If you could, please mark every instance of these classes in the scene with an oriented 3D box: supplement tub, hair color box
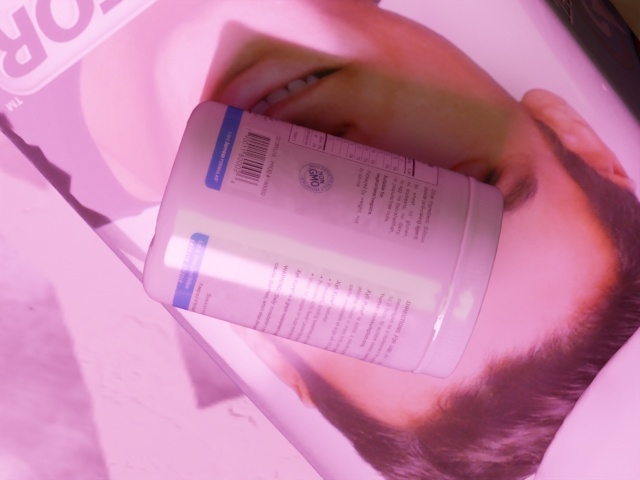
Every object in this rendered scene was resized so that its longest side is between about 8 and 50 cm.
[{"bbox_3d":[0.000,0.000,0.557,0.107,0.071,0.071,17,118,-4],"label":"supplement tub"},{"bbox_3d":[-0.010,-0.078,0.620,0.185,0.114,0.374,-34,111,20],"label":"hair color box"}]

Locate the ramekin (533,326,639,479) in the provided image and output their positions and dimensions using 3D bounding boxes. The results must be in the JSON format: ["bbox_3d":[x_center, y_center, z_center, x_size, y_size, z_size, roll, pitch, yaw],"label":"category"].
[{"bbox_3d":[0.223,0.074,0.581,0.277,0.135,0.277,-26,150,-16],"label":"ramekin"}]
